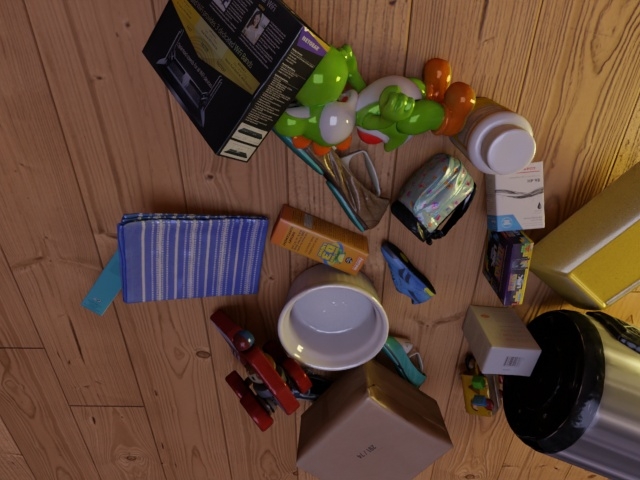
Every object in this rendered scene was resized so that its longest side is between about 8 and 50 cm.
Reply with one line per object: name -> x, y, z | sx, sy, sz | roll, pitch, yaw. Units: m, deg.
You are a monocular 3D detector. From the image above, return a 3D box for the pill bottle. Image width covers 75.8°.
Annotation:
pill bottle -> 0.331, -0.204, 0.804 | 0.117, 0.215, 0.118 | 0, 120, 0

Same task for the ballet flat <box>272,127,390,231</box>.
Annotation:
ballet flat -> 0.039, -0.168, 0.898 | 0.124, 0.116, 0.342 | -43, 111, 0

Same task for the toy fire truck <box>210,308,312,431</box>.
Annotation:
toy fire truck -> -0.174, 0.317, 1.067 | 0.169, 0.302, 0.254 | -38, 115, -19

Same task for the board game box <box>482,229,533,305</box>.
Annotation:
board game box -> 0.443, 0.046, 0.986 | 0.048, 0.141, 0.171 | -4, 119, 3

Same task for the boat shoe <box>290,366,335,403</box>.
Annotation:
boat shoe -> -0.047, 0.438, 1.236 | 0.254, 0.095, 0.079 | 24, 118, -14

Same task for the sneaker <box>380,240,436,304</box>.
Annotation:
sneaker -> 0.208, 0.092, 1.056 | 0.082, 0.069, 0.209 | -35, 113, 22

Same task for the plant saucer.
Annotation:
plant saucer -> 0.695, 0.027, 0.960 | 0.332, 0.081, 0.333 | 29, 115, -32

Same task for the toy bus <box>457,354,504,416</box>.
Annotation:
toy bus -> 0.461, 0.406, 1.204 | 0.104, 0.202, 0.191 | -9, 132, 41

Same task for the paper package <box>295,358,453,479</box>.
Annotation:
paper package -> 0.139, 0.532, 1.144 | 0.309, 0.168, 0.325 | 35, 110, -13

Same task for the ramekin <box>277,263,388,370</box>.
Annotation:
ramekin -> 0.031, 0.192, 1.075 | 0.276, 0.135, 0.278 | 0, 119, 0

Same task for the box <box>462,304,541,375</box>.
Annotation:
box -> 0.471, 0.261, 1.088 | 0.129, 0.171, 0.091 | 5, 118, -2

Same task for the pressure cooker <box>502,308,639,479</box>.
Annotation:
pressure cooker -> 0.734, 0.401, 1.034 | 0.419, 0.370, 0.376 | 21, 151, 2

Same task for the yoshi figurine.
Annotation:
yoshi figurine -> 0.087, -0.279, 0.753 | 0.361, 0.203, 0.203 | -9, 90, -10

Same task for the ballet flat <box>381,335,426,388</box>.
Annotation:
ballet flat -> 0.239, 0.336, 1.195 | 0.087, 0.083, 0.247 | -40, 116, -12

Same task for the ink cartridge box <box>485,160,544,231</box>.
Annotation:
ink cartridge box -> 0.426, -0.115, 0.907 | 0.104, 0.060, 0.181 | -5, 97, 3

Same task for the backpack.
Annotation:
backpack -> 0.249, -0.099, 0.909 | 0.182, 0.152, 0.115 | -46, 119, 10

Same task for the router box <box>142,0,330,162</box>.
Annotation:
router box -> -0.163, -0.330, 0.712 | 0.243, 0.081, 0.309 | -47, 66, 23

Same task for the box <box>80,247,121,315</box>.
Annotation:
box -> -0.504, 0.073, 1.033 | 0.060, 0.101, 0.244 | 35, 113, -18

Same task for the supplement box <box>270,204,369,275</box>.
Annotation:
supplement box -> 0.000, 0.000, 1.001 | 0.233, 0.080, 0.078 | 20, 120, -13

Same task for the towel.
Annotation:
towel -> -0.298, 0.047, 0.987 | 0.335, 0.040, 0.244 | -1, 123, -24
